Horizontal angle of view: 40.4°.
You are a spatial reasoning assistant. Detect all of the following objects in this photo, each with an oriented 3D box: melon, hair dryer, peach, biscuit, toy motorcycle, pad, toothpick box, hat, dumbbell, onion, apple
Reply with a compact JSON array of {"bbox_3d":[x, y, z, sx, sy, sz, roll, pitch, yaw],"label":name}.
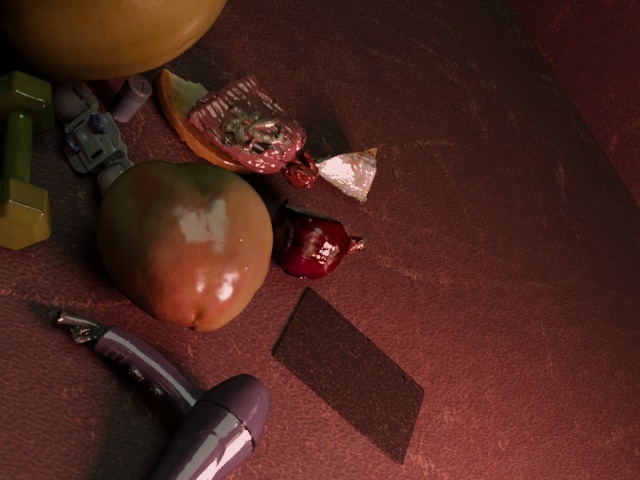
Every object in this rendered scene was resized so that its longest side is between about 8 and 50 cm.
[{"bbox_3d":[0.073,-0.152,1.985,0.202,0.093,0.140,-14,76,-46],"label":"melon"},{"bbox_3d":[-0.271,0.238,1.292,0.361,0.121,0.301,41,45,4],"label":"hair dryer"},{"bbox_3d":[-0.214,0.005,1.405,0.292,0.247,0.292,32,29,-20],"label":"peach"},{"bbox_3d":[-0.203,-0.227,1.800,0.308,0.040,0.205,20,45,-33],"label":"biscuit"},{"bbox_3d":[-0.386,-0.169,1.525,0.112,0.112,0.254,-16,69,-51],"label":"toy motorcycle"},{"bbox_3d":[0.064,0.258,1.676,0.330,0.004,0.220,43,36,-9],"label":"pad"},{"bbox_3d":[-0.359,-0.267,1.635,0.052,0.083,0.052,27,41,-27],"label":"toothpick box"},{"bbox_3d":[-0.111,-0.216,1.761,0.286,0.107,0.237,43,46,0],"label":"hat"},{"bbox_3d":[-0.478,-0.131,1.370,0.108,0.121,0.302,52,22,-53],"label":"dumbbell"},{"bbox_3d":[-0.007,0.014,1.703,0.198,0.135,0.173,20,10,-26],"label":"onion"},{"bbox_3d":[-0.383,-0.494,1.488,0.473,0.473,0.474,27,41,-27],"label":"apple"}]
